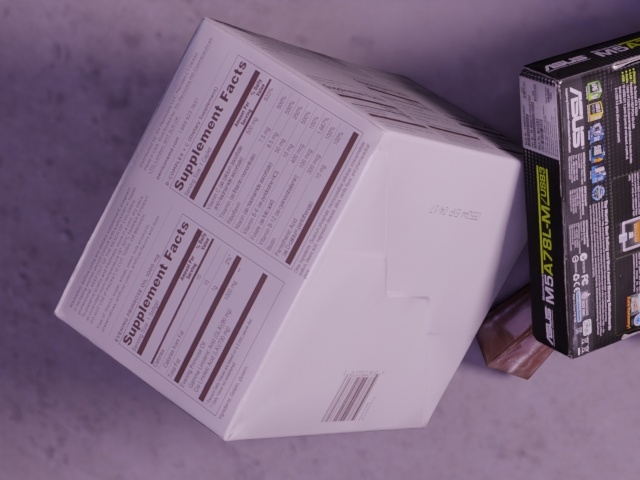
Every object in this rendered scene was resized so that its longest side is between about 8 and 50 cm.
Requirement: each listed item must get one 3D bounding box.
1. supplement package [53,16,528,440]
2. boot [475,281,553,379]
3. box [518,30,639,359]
[{"bbox_3d":[0.000,0.000,1.224,0.145,0.262,0.204,34,103,27],"label":"supplement package"},{"bbox_3d":[0.173,0.065,1.350,0.114,0.037,0.106,-44,81,7],"label":"boot"},{"bbox_3d":[0.214,-0.040,1.258,0.184,0.045,0.190,-20,117,-29],"label":"box"}]
